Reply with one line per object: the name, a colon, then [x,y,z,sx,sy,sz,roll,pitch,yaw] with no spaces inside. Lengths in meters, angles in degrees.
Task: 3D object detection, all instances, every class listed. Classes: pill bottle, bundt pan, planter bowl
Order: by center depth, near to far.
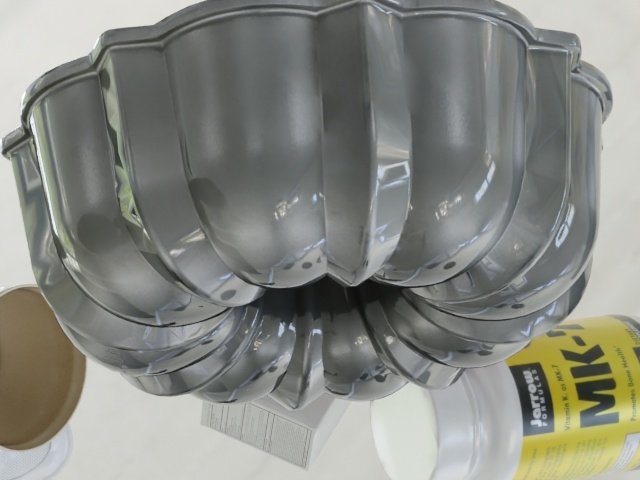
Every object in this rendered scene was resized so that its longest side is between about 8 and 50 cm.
bundt pan: [0.000,0.000,1.004,0.330,0.331,0.124,-14,-114,19]
pill bottle: [0.149,0.121,1.382,0.208,0.119,0.119,-6,-153,-28]
planter bowl: [-0.322,0.121,1.843,0.109,0.162,0.162,2,-134,38]

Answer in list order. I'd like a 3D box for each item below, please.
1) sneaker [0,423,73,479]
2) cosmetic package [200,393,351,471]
sneaker: [-0.443,0.234,2.132,0.365,0.137,0.210,5,177,-21]
cosmetic package: [0.000,0.073,1.541,0.099,0.060,0.239,24,-134,12]
